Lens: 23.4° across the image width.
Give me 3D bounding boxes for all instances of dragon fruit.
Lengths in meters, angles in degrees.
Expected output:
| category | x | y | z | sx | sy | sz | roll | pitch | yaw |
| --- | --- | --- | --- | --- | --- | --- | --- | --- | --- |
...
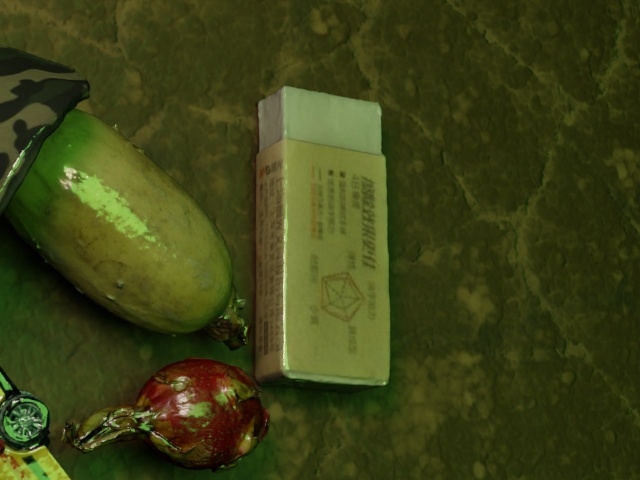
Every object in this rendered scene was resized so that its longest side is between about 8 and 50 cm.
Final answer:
| category | x | y | z | sx | sy | sz | roll | pitch | yaw |
| --- | --- | --- | --- | --- | --- | --- | --- | --- | --- |
| dragon fruit | -0.159 | 0.188 | 1.613 | 0.246 | 0.125 | 0.125 | -3 | 122 | -33 |

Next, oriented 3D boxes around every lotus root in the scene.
| category | x | y | z | sx | sy | sz | roll | pitch | yaw |
| --- | --- | --- | --- | --- | --- | --- | --- | --- | --- |
| lotus root | -0.194 | -0.005 | 1.625 | 0.342 | 0.169 | 0.151 | 40 | 103 | -15 |

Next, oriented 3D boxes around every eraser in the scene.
| category | x | y | z | sx | sy | sz | roll | pitch | yaw |
| --- | --- | --- | --- | --- | --- | --- | --- | --- | --- |
| eraser | 0.000 | 0.000 | 1.788 | 0.144 | 0.078 | 0.344 | 8 | 73 | -28 |

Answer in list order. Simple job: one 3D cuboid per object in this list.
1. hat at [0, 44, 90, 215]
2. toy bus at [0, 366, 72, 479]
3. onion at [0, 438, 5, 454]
| category | x | y | z | sx | sy | sz | roll | pitch | yaw |
| --- | --- | --- | --- | --- | --- | --- | --- | --- | --- |
| hat | -0.433 | -0.154 | 1.457 | 0.257 | 0.381 | 0.366 | 53 | 51 | -36 |
| toy bus | -0.365 | 0.141 | 1.520 | 0.123 | 0.121 | 0.336 | -38 | 98 | -13 |
| onion | -0.407 | 0.210 | 1.408 | 0.227 | 0.283 | 0.120 | 52 | 20 | -48 |
